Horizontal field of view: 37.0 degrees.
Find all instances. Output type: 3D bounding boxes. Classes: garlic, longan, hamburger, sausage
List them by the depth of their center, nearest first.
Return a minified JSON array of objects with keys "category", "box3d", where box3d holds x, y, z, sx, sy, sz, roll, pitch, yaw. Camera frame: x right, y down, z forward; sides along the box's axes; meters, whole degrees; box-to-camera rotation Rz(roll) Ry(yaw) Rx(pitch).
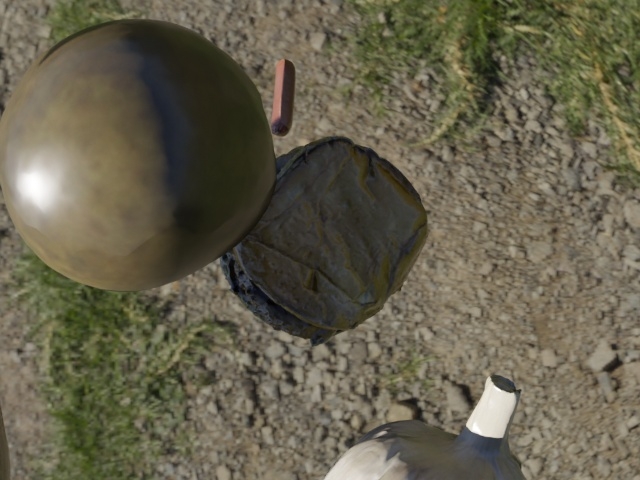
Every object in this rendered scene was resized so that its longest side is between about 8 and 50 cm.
[{"category":"garlic","box3d":[0.121,0.214,0.846,0.218,0.218,0.212,31,100,30]},{"category":"longan","box3d":[-0.193,-0.091,1.018,0.297,0.297,0.297,-3,85,32]},{"category":"hamburger","box3d":[0.000,-0.001,1.343,0.259,0.283,0.144,48,156,3]},{"category":"sausage","box3d":[-0.056,-0.215,1.441,0.030,0.035,0.147,125,152,-52]}]

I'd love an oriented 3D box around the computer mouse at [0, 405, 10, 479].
[{"category":"computer mouse","box3d":[-0.392,0.195,0.958,0.082,0.145,0.236,-3,98,59]}]
